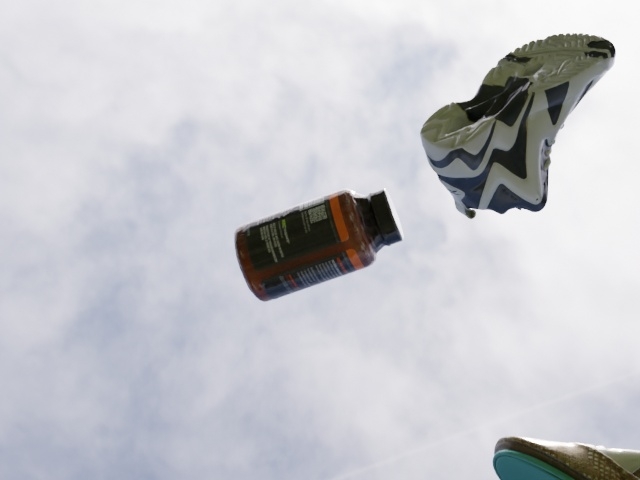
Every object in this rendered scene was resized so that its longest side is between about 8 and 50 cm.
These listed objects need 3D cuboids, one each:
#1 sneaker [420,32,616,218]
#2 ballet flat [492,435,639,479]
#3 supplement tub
[{"bbox_3d":[0.223,-0.109,1.004,0.235,0.153,0.094,-39,-136,-17],"label":"sneaker"},{"bbox_3d":[0.208,0.176,0.593,0.206,0.073,0.067,33,-124,27],"label":"ballet flat"},{"bbox_3d":[0.000,0.000,1.165,0.198,0.106,0.106,-19,-116,10],"label":"supplement tub"}]
